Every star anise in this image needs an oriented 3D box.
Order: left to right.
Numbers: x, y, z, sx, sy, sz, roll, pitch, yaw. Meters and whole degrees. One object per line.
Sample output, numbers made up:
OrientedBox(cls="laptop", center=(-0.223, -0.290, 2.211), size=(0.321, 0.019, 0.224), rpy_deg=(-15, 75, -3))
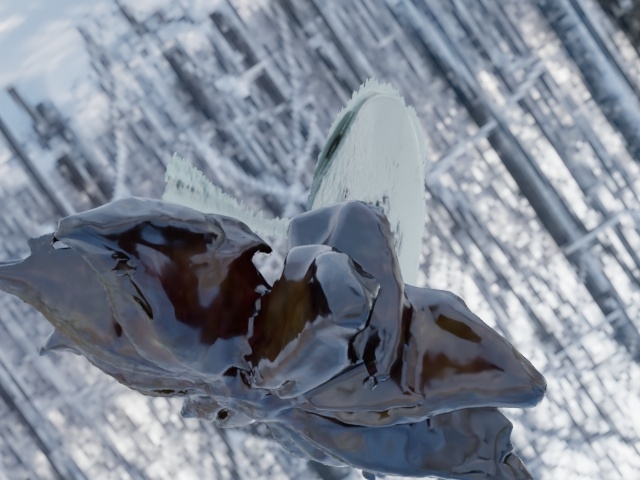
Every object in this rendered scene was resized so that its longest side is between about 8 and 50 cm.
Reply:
OrientedBox(cls="star anise", center=(-0.020, 0.030, 0.638), size=(0.272, 0.272, 0.103), rpy_deg=(-21, -135, 61))

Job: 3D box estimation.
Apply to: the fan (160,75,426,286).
OrientedBox(cls="fan", center=(0.001, 0.000, 0.943), size=(0.012, 0.233, 0.414), rpy_deg=(8, 179, 23))
